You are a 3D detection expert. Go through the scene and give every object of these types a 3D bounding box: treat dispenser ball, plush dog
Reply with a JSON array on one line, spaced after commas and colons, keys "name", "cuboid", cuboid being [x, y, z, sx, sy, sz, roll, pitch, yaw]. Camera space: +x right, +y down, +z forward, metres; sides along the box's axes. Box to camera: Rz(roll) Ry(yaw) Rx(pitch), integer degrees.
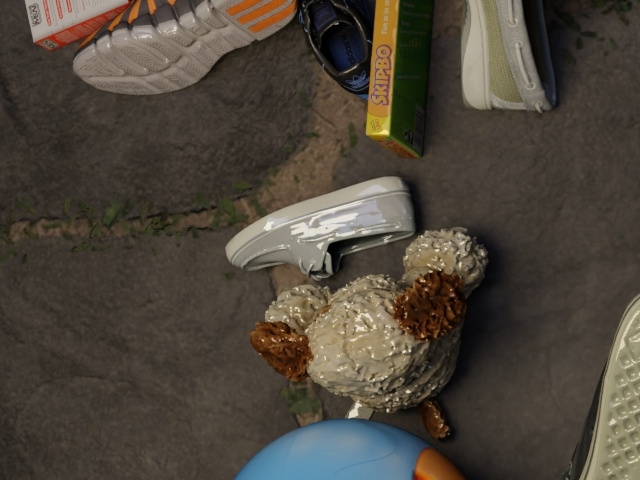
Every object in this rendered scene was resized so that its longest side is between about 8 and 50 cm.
[{"name": "treat dispenser ball", "cuboid": [0.030, 0.322, 1.280, 0.288, 0.288, 0.288, -3, 81, 20]}, {"name": "plush dog", "cuboid": [0.059, 0.109, 1.335, 0.262, 0.225, 0.211, -23, 75, 16]}]

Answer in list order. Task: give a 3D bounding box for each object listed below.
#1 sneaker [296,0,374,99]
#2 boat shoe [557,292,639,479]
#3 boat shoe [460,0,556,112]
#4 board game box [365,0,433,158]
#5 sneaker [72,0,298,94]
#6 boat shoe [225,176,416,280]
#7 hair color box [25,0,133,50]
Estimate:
[{"name": "sneaker", "cuboid": [0.010, -0.273, 1.485, 0.081, 0.090, 0.232, -32, 73, 13]}, {"name": "boat shoe", "cuboid": [0.315, 0.270, 1.260, 0.186, 0.156, 0.500, 18, 104, 20]}, {"name": "boat shoe", "cuboid": [0.202, -0.270, 1.326, 0.103, 0.320, 0.118, 9, 41, 14]}, {"name": "board game box", "cuboid": [0.093, -0.231, 1.429, 0.039, 0.124, 0.260, 5, 84, 22]}, {"name": "sneaker", "cuboid": [-0.161, -0.300, 1.552, 0.321, 0.124, 0.180, -18, 59, 26]}, {"name": "boat shoe", "cuboid": [0.001, 0.000, 1.453, 0.227, 0.079, 0.081, -20, 71, 13]}, {"name": "hair color box", "cuboid": [-0.302, -0.302, 1.631, 0.141, 0.043, 0.072, -18, 76, 16]}]
